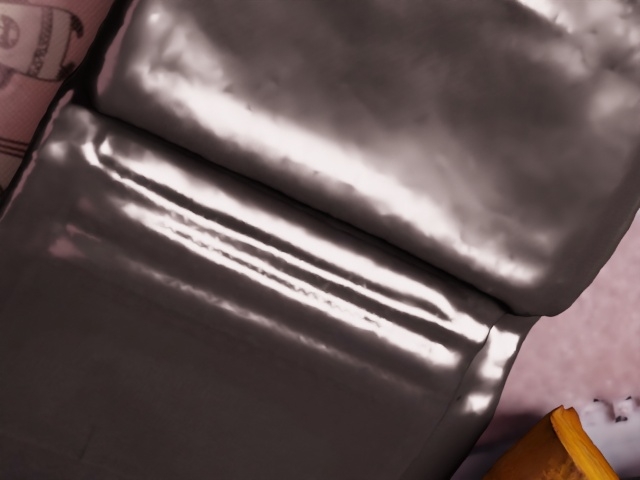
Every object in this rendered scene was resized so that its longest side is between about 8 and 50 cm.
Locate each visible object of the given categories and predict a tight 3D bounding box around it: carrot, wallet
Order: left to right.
[{"bbox_3d":[0.000,0.000,0.644,0.247,0.041,0.323,24,106,-32],"label":"wallet"},{"bbox_3d":[0.053,0.162,0.724,0.072,0.072,0.205,40,109,-14],"label":"carrot"}]

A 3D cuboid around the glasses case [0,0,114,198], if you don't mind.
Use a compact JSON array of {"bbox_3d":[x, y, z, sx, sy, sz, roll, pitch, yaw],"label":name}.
[{"bbox_3d":[-0.134,-0.073,0.624,0.122,0.075,0.314,18,106,-9],"label":"glasses case"}]
